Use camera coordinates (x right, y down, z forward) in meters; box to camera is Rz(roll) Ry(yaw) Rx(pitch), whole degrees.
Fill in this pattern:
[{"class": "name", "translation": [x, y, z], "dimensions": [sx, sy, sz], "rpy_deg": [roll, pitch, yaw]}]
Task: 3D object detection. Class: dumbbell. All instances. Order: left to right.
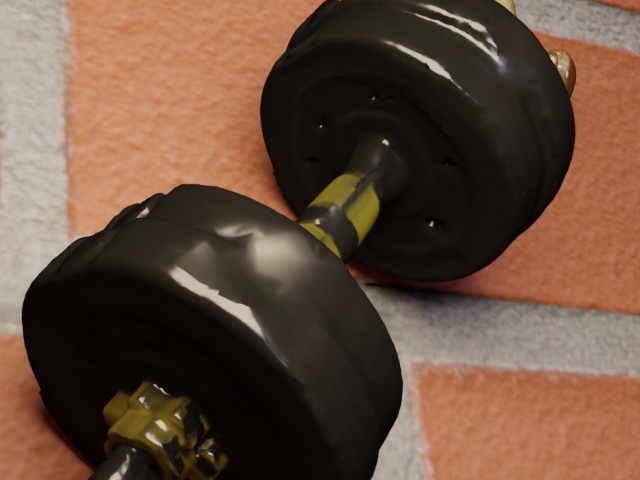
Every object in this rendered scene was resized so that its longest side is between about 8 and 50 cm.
[{"class": "dumbbell", "translation": [0.000, 0.000, 0.638], "dimensions": [0.185, 0.185, 0.388], "rpy_deg": [42, 50, -4]}]

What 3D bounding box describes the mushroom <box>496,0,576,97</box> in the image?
[{"class": "mushroom", "translation": [0.144, -0.164, 0.898], "dimensions": [0.060, 0.061, 0.187], "rpy_deg": [30, 41, -50]}]
